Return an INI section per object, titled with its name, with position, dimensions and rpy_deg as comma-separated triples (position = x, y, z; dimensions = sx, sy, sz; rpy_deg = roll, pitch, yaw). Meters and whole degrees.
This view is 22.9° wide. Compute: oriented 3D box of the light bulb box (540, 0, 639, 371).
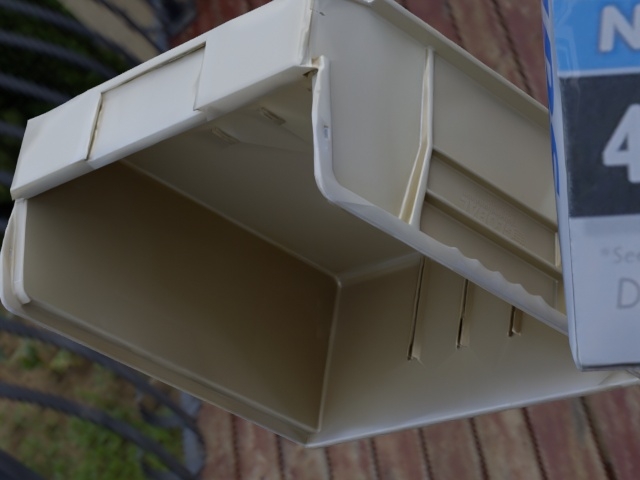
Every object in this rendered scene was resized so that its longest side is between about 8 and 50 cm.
[light bulb box]
position = 0.251, -0.146, 0.514
dimensions = 0.358, 0.225, 0.361
rpy_deg = -3, 27, 12

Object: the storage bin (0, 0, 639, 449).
[storage bin]
position = 0.000, 0.000, 0.866
dimensions = 0.262, 0.260, 0.123
rpy_deg = -18, 54, 44
